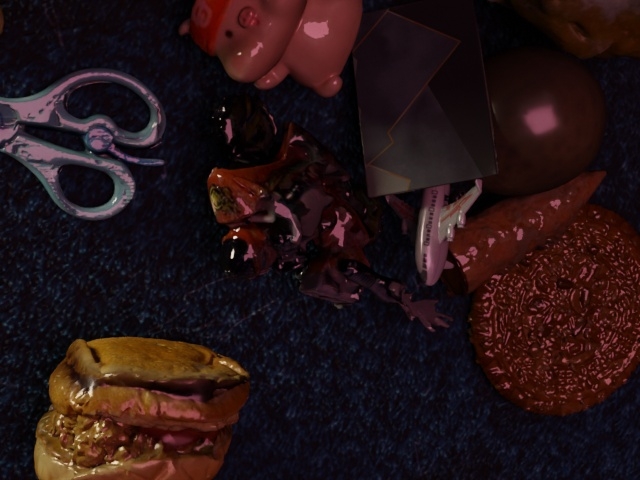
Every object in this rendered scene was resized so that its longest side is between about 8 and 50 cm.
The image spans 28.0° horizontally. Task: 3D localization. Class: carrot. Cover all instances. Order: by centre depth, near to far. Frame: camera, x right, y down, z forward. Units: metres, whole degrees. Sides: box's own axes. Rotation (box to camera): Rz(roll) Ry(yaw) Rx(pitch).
[{"bbox_3d":[0.263,-0.027,1.669,0.263,0.102,0.102,-31,107,-10],"label":"carrot"}]

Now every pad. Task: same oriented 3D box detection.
[{"bbox_3d":[0.122,-0.179,1.560,0.164,0.004,0.243,-10,75,15],"label":"pad"}]

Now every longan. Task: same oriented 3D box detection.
[{"bbox_3d":[0.261,-0.152,1.618,0.220,0.196,0.196,-13,102,-21],"label":"longan"}]

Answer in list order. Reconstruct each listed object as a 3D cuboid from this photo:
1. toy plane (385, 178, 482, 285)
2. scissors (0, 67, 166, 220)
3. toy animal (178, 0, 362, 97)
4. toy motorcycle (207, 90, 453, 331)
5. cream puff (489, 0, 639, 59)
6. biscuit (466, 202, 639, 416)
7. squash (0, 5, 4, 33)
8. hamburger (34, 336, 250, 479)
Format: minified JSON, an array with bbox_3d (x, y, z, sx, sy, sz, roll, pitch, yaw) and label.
[{"bbox_3d":[0.142,-0.030,1.583,0.066,0.162,0.171,1,85,-40],"label":"toy plane"},{"bbox_3d":[-0.362,-0.140,1.461,0.393,0.032,0.180,15,91,-22],"label":"scissors"},{"bbox_3d":[-0.054,-0.265,1.499,0.198,0.171,0.171,15,92,-26],"label":"toy animal"},{"bbox_3d":[0.000,0.000,1.559,0.401,0.134,0.207,37,60,-33],"label":"toy motorcycle"},{"bbox_3d":[0.353,-0.411,1.557,0.378,0.378,0.275,10,51,-22],"label":"cream puff"},{"bbox_3d":[0.340,0.096,1.765,0.305,0.038,0.305,-3,99,-21],"label":"biscuit"},{"bbox_3d":[-0.462,-0.275,1.380,0.250,0.083,0.083,23,89,-20],"label":"squash"},{"bbox_3d":[-0.205,0.202,1.472,0.244,0.244,0.163,4,96,-22],"label":"hamburger"}]
